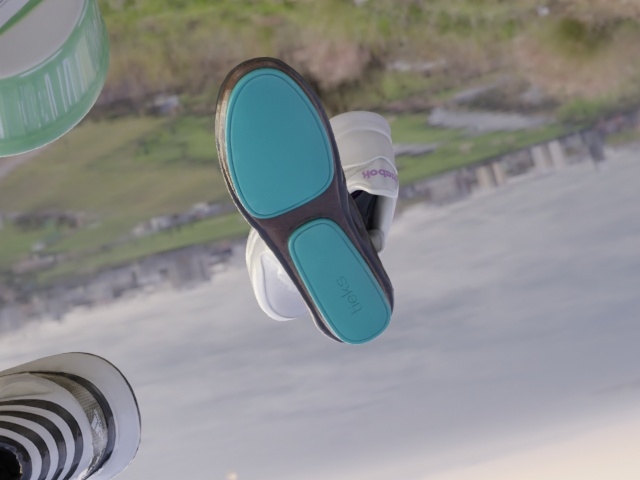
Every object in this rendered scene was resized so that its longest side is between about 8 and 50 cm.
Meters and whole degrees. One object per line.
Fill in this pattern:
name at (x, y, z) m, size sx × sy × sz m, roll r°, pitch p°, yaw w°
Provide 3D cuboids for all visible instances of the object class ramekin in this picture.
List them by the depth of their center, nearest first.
ramekin at (-0.412, -0.266, 1.813) m, size 0.304 × 0.303 × 0.148 m, roll -12°, pitch 157°, yaw -12°

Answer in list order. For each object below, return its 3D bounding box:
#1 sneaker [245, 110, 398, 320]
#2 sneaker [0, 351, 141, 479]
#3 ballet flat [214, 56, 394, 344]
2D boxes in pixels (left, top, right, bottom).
sneaker at (0.000, 0.000, 1.695) m, size 0.114 × 0.152 × 0.305 m, roll 6°, pitch 133°, yaw -24°
sneaker at (-0.407, 0.214, 1.329) m, size 0.448 × 0.169 × 0.257 m, roll -19°, pitch 178°, yaw 24°
ballet flat at (-0.021, -0.036, 1.220) m, size 0.095 × 0.280 × 0.096 m, roll -23°, pitch -150°, yaw -2°
